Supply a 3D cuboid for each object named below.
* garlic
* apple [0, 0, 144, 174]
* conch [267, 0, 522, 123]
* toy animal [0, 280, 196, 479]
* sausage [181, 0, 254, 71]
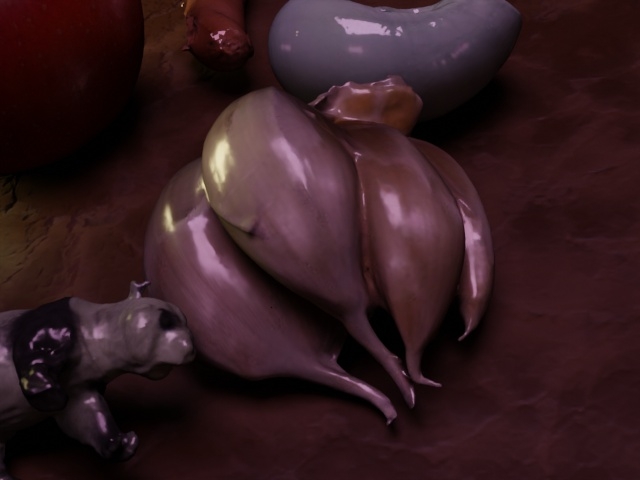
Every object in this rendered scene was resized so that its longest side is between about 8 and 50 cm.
[{"bbox_3d":[0.000,0.000,0.813,0.237,0.210,0.292,23,36,-13],"label":"garlic"},{"bbox_3d":[-0.290,-0.189,1.008,0.260,0.217,0.260,-7,39,5],"label":"apple"},{"bbox_3d":[0.065,-0.162,0.971,0.221,0.121,0.185,1,23,8],"label":"conch"},{"bbox_3d":[-0.188,0.095,0.735,0.225,0.094,0.121,-22,38,19],"label":"toy animal"},{"bbox_3d":[-0.109,-0.254,1.155,0.078,0.078,0.304,-10,39,1],"label":"sausage"}]
